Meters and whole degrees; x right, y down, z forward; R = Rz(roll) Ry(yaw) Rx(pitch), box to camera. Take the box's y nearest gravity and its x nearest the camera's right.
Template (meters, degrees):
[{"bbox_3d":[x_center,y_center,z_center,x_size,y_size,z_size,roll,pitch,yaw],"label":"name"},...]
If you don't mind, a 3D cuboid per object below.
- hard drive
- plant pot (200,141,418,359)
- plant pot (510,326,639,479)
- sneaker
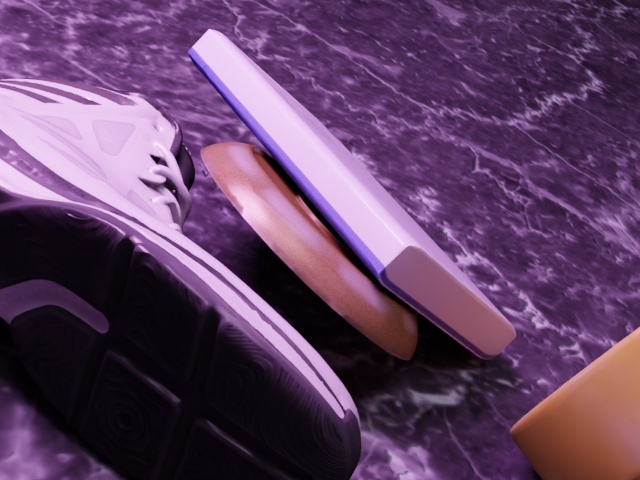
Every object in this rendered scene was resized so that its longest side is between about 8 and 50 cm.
[{"bbox_3d":[0.024,-0.042,1.011,0.210,0.040,0.319,37,10,-51],"label":"hard drive"},{"bbox_3d":[0.000,0.000,0.930,0.236,0.032,0.236,45,7,-7],"label":"plant pot"},{"bbox_3d":[0.306,0.162,0.838,0.254,0.254,0.239,-18,67,-48],"label":"plant pot"},{"bbox_3d":[-0.117,-0.005,0.831,0.447,0.169,0.257,33,34,17],"label":"sneaker"}]
